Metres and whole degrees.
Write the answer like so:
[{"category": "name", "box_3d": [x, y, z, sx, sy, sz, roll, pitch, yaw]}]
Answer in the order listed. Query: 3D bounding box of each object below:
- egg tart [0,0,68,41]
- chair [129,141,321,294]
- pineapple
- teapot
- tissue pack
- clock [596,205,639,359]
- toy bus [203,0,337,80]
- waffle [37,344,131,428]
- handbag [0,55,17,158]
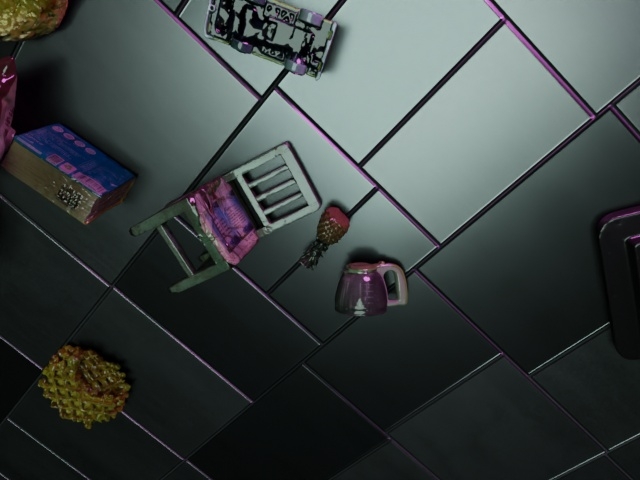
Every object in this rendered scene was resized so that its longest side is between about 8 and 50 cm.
[{"category": "egg tart", "box_3d": [-0.504, -0.397, 0.684, 0.252, 0.232, 0.099, -14, 70, 2]}, {"category": "chair", "box_3d": [-0.154, -0.037, 0.781, 0.270, 0.147, 0.137, -22, 106, 20]}, {"category": "pineapple", "box_3d": [0.000, 0.000, 0.822, 0.058, 0.058, 0.124, 36, 121, -6]}, {"category": "teapot", "box_3d": [0.084, 0.081, 0.832, 0.092, 0.124, 0.091, 10, 102, 51]}, {"category": "tissue pack", "box_3d": [-0.431, -0.117, 0.813, 0.169, 0.120, 0.082, 35, 116, -7]}, {"category": "clock", "box_3d": [0.597, 0.056, 0.731, 0.278, 0.049, 0.274, -16, 109, 17]}, {"category": "toy bus", "box_3d": [-0.068, -0.303, 0.676, 0.174, 0.101, 0.088, 20, 115, -3]}, {"category": "waffle", "box_3d": [-0.525, 0.324, 1.043, 0.192, 0.070, 0.197, 29, 115, -2]}, {"category": "handbag", "box_3d": [-0.582, -0.182, 0.766, 0.234, 0.127, 0.213, 2, 83, 34]}]
